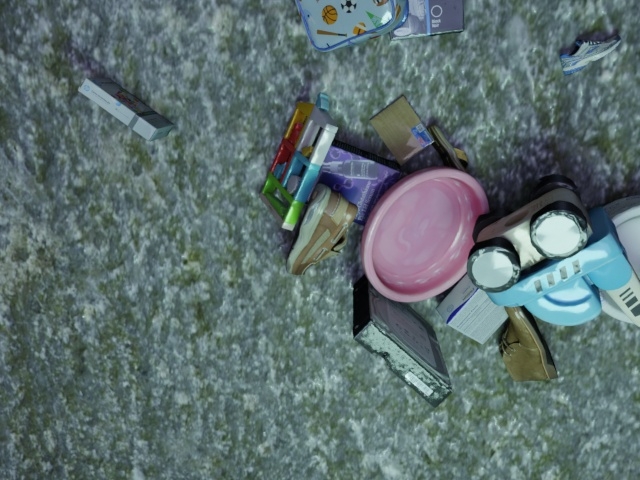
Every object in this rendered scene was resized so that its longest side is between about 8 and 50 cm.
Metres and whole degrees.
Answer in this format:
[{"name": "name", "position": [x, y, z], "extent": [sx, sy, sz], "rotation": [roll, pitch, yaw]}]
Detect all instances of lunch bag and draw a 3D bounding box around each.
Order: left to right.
[{"name": "lunch bag", "position": [0.039, -0.564, 1.344], "extent": [0.243, 0.115, 0.303], "rotation": [-10, 105, 34]}]

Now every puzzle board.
[{"name": "puzzle board", "position": [0.188, -0.253, 1.483], "extent": [0.096, 0.011, 0.128], "rotation": [-35, 87, 14]}]

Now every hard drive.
[{"name": "hard drive", "position": [0.178, 0.210, 1.459], "extent": [0.237, 0.339, 0.064], "rotation": [41, 102, -7]}]

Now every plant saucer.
[{"name": "plant saucer", "position": [0.229, -0.020, 1.464], "extent": [0.332, 0.084, 0.332], "rotation": [-13, 122, -22]}]

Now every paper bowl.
[{"name": "paper bowl", "position": [0.728, 0.037, 1.471], "extent": [0.284, 0.148, 0.284], "rotation": [1, 106, 3]}]

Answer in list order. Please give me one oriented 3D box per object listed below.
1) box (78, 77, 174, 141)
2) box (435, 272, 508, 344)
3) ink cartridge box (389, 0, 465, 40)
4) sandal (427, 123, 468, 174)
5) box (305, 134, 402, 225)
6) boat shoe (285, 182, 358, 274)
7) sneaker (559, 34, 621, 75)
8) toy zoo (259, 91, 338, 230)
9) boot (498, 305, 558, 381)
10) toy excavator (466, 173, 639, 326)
[{"name": "box", "position": [-0.436, -0.299, 1.456], "extent": [0.186, 0.145, 0.038], "rotation": [35, 103, -5]}, {"name": "box", "position": [0.374, 0.164, 1.548], "extent": [0.137, 0.072, 0.126], "rotation": [30, 106, -29]}, {"name": "ink cartridge box", "position": [0.215, -0.607, 1.369], "extent": [0.165, 0.065, 0.332], "rotation": [-6, 104, 6]}, {"name": "sandal", "position": [0.309, -0.196, 1.483], "extent": [0.049, 0.072, 0.180], "rotation": [-33, 97, -10]}, {"name": "box", "position": [0.065, -0.136, 1.488], "extent": [0.207, 0.108, 0.153], "rotation": [19, 107, -2]}, {"name": "boat shoe", "position": [0.000, 0.000, 1.454], "extent": [0.116, 0.123, 0.324], "rotation": [20, 151, -4]}, {"name": "sneaker", "position": [0.589, -0.418, 1.404], "extent": [0.135, 0.052, 0.058], "rotation": [-28, 98, 10]}, {"name": "toy zoo", "position": [-0.047, -0.191, 1.441], "extent": [0.030, 0.192, 0.293], "rotation": [16, 107, -28]}, {"name": "boot", "position": [0.476, 0.245, 1.536], "extent": [0.115, 0.112, 0.305], "rotation": [-18, 127, 19]}, {"name": "toy excavator", "position": [0.584, 0.077, 1.332], "extent": [0.433, 0.222, 0.445], "rotation": [-32, 101, 27]}]
